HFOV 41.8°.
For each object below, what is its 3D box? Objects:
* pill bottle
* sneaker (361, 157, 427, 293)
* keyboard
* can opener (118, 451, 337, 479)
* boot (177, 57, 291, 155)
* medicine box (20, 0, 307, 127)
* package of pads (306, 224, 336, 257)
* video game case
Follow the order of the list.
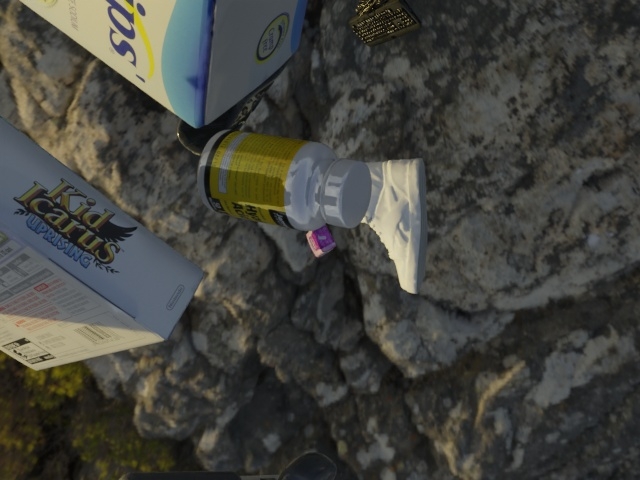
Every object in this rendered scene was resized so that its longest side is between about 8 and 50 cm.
[{"bbox_3d":[-0.025,-0.042,0.604,0.116,0.065,0.065,11,118,28],"label":"pill bottle"},{"bbox_3d":[0.138,-0.031,1.783,0.169,0.108,0.292,1,105,16],"label":"sneaker"},{"bbox_3d":[0.105,-0.412,1.582,0.100,0.192,0.038,48,69,-18],"label":"keyboard"},{"bbox_3d":[-0.083,0.251,0.862,0.283,0.076,0.095,22,101,-54],"label":"can opener"},{"bbox_3d":[-0.125,-0.222,1.233,0.085,0.178,0.236,37,86,-6],"label":"boot"},{"bbox_3d":[-0.148,-0.284,0.663,0.289,0.149,0.263,37,149,13],"label":"medicine box"},{"bbox_3d":[0.000,0.000,1.480,0.032,0.083,0.050,-27,87,-10],"label":"package of pads"},{"bbox_3d":[-0.244,-0.006,0.581,0.244,0.061,0.270,39,149,-22],"label":"video game case"}]
